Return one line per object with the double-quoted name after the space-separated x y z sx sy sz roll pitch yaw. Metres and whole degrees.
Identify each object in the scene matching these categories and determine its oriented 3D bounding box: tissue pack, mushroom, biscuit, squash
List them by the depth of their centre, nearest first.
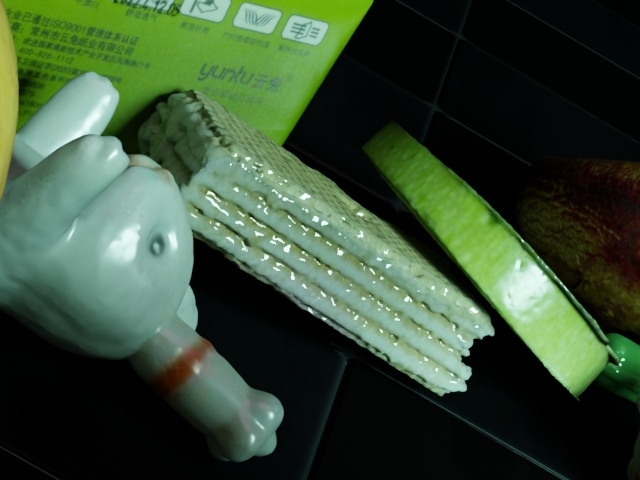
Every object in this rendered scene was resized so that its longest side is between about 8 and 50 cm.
0.000 0.000 0.919 0.239 0.062 0.108 35 12 -30 "biscuit"
-0.142 -0.147 0.934 0.274 0.200 0.167 8 35 -42 "tissue pack"
0.106 0.014 1.013 0.219 0.041 0.219 48 0 0 "squash"
0.241 0.010 1.139 0.194 0.138 0.231 2 3 -19 "mushroom"

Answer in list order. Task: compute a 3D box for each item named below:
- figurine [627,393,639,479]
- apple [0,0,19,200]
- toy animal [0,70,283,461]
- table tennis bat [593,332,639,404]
0.241 0.139 0.940 0.125 0.125 0.138 39 15 16 "figurine"
-0.234 -0.030 0.559 0.242 0.241 0.242 27 24 -13 "apple"
-0.125 -0.012 0.773 0.282 0.138 0.140 26 19 -14 "toy animal"
0.295 0.131 1.114 0.257 0.039 0.160 27 21 -21 "table tennis bat"
